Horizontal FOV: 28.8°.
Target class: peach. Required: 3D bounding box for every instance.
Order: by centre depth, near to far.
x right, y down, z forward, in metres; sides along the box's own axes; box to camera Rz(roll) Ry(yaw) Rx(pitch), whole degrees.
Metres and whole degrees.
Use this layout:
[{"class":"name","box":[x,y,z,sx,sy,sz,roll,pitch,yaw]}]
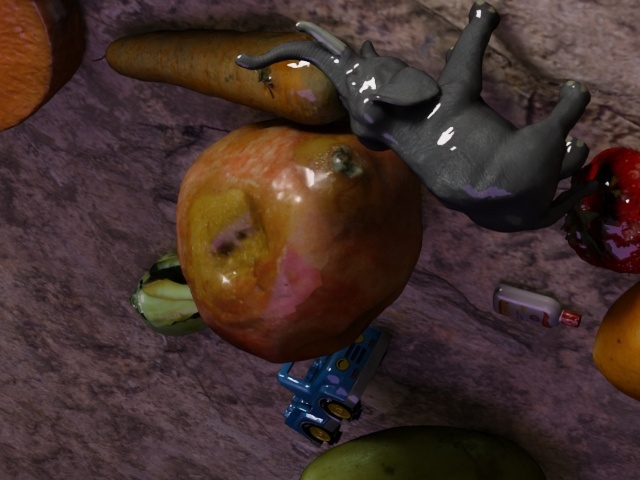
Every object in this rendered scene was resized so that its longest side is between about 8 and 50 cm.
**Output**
[{"class":"peach","box":[-0.015,-0.015,1.070,0.214,0.214,0.235,33,143,-6]}]

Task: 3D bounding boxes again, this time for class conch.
[{"class":"conch","box":[-0.153,0.059,1.412,0.200,0.079,0.095,-27,107,35]}]

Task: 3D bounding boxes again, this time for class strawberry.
[{"class":"strawberry","box":[0.240,-0.022,0.954,0.106,0.106,0.106,21,149,13]}]

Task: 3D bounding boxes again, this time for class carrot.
[{"class":"carrot","box":[-0.098,-0.150,1.066,0.298,0.078,0.078,11,146,35]},{"class":"carrot","box":[-0.359,-0.213,1.172,0.307,0.100,0.258,-1,137,29]}]

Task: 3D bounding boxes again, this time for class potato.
[{"class":"potato","box":[0.123,0.307,1.402,0.304,0.216,0.216,12,149,-1]}]

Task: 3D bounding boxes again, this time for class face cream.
[{"class":"face cream","box":[0.204,0.065,1.176,0.083,0.021,0.040,15,148,21]}]

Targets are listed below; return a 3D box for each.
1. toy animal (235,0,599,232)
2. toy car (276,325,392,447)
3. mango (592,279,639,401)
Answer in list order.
[{"class":"toy animal","box":[0.085,-0.104,0.909,0.269,0.137,0.082,33,153,3]},{"class":"toy car","box":[0.006,0.154,1.399,0.100,0.097,0.191,30,150,-1]},{"class":"mango","box":[0.324,0.072,0.957,0.257,0.138,0.187,-8,170,32]}]
